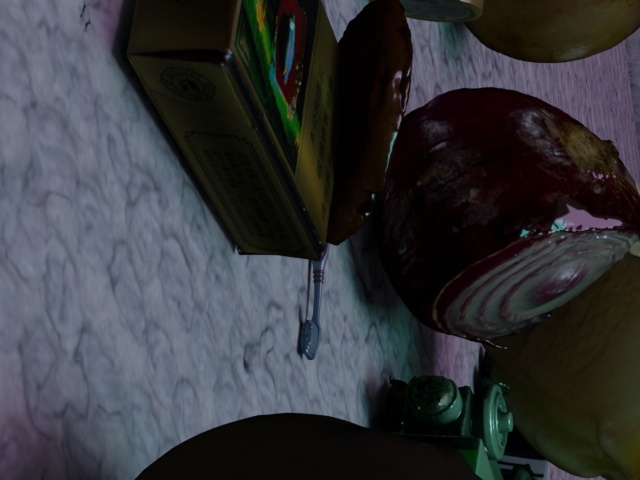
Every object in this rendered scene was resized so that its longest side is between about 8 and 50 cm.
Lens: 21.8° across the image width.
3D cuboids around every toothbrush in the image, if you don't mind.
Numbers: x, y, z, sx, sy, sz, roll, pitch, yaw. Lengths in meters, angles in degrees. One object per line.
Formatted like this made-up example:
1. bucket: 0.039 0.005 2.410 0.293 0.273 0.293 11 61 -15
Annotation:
1. toothbrush: 0.000 0.000 1.301 0.019 0.013 0.193 43 48 -56

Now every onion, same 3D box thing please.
1. onion: 0.138 -0.038 1.463 0.207 0.216 0.206 9 48 -44

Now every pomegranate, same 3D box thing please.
1. pomegranate: 0.273 -0.306 1.797 0.252 0.270 0.229 -24 120 -65

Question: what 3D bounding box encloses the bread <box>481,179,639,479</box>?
1. bread: 0.288 0.089 1.593 0.211 0.316 0.270 4 127 -41

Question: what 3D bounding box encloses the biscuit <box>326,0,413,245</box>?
1. biscuit: 0.028 -0.087 1.212 0.192 0.049 0.192 -167 -90 -76

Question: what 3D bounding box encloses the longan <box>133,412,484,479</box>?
1. longan: 0.009 0.239 0.837 0.319 0.318 0.319 -1 90 -74

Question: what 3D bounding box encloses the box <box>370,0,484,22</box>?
1. box: 0.095 -0.223 1.476 0.105 0.105 0.037 26 72 -72

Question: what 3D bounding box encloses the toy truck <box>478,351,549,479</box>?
1. toy truck: 0.226 0.215 1.916 0.242 0.101 0.125 -68 164 -59

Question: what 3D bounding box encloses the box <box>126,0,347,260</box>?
1. box: -0.045 -0.110 1.054 0.240 0.071 0.159 63 31 -58

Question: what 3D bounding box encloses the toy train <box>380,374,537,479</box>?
1. toy train: 0.121 0.253 1.511 0.301 0.120 0.202 69 28 -49
